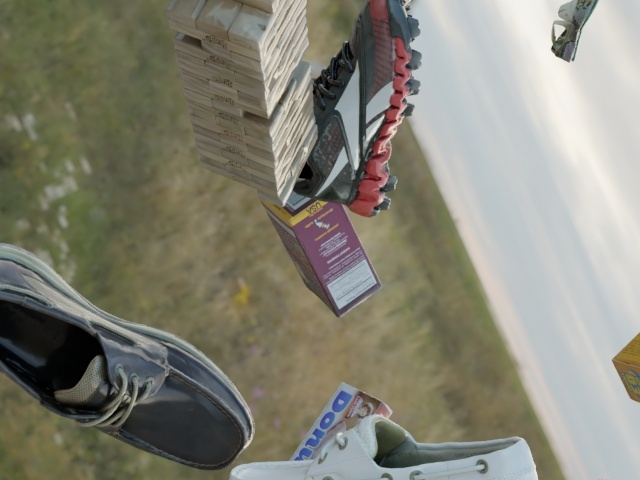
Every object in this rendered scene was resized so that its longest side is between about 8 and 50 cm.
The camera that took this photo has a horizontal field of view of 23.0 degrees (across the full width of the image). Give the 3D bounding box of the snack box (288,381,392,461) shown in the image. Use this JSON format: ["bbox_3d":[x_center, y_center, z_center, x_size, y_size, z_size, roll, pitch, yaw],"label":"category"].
[{"bbox_3d":[-0.005,0.220,1.478,0.064,0.178,0.022,20,-18,50],"label":"snack box"}]

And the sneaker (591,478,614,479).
[{"bbox_3d":[0.315,0.357,2.074,0.093,0.225,0.088,126,-49,-79],"label":"sneaker"}]

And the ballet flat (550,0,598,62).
[{"bbox_3d":[0.279,-0.241,1.743,0.114,0.041,0.041,104,-31,-55],"label":"ballet flat"}]

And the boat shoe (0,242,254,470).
[{"bbox_3d":[-0.231,0.141,1.594,0.355,0.132,0.130,30,17,-9],"label":"boat shoe"}]

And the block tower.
[{"bbox_3d":[-0.067,-0.152,1.442,0.097,0.091,0.335,22,-22,13],"label":"block tower"}]

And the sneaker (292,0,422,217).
[{"bbox_3d":[0.028,-0.147,1.682,0.097,0.135,0.276,-99,-163,-52],"label":"sneaker"}]

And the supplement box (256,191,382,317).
[{"bbox_3d":[0.000,0.000,2.177,0.104,0.081,0.188,42,-17,52],"label":"supplement box"}]

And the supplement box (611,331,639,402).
[{"bbox_3d":[0.492,0.119,2.074,0.080,0.233,0.078,11,-45,54],"label":"supplement box"}]

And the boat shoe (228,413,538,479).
[{"bbox_3d":[0.045,0.185,1.272,0.098,0.277,0.096,-30,115,-64],"label":"boat shoe"}]
